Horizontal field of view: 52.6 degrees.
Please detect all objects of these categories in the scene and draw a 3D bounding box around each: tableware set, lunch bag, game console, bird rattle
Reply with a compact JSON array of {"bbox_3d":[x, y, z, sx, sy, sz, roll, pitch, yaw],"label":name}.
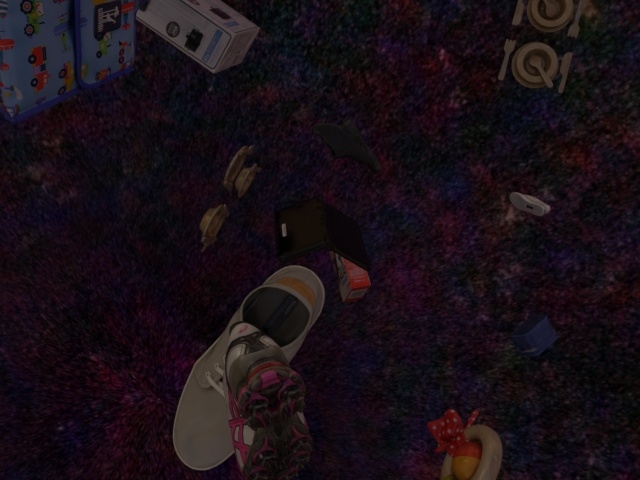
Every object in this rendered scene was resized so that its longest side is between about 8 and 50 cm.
[{"bbox_3d":[-0.131,-0.058,0.922,0.020,0.141,0.169,28,90,2],"label":"tableware set"},{"bbox_3d":[0.482,0.221,1.460,0.098,0.067,0.065,-34,95,-22],"label":"lunch bag"},{"bbox_3d":[0.421,-0.387,1.224,0.128,0.039,0.194,14,95,6],"label":"tableware set"},{"bbox_3d":[-0.390,-0.340,0.982,0.138,0.221,0.293,29,41,23],"label":"lunch bag"},{"bbox_3d":[0.000,0.000,0.873,0.107,0.122,0.071,-20,123,6],"label":"game console"},{"bbox_3d":[0.292,0.446,1.287,0.143,0.207,0.253,40,54,-6],"label":"bird rattle"}]

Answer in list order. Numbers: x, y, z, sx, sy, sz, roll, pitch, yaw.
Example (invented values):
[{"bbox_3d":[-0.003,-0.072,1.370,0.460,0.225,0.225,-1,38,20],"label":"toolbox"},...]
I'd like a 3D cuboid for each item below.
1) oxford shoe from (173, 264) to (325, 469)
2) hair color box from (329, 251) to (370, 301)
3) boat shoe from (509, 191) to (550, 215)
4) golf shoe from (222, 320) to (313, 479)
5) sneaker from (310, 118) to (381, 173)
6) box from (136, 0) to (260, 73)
[{"bbox_3d":[-0.148,0.242,1.217,0.169,0.130,0.449,34,97,3],"label":"oxford shoe"},{"bbox_3d":[0.065,0.053,1.567,0.053,0.093,0.167,-8,65,-15],"label":"hair color box"},{"bbox_3d":[0.480,-0.086,1.481,0.035,0.100,0.035,-19,123,-31],"label":"boat shoe"},{"bbox_3d":[-0.050,0.152,0.581,0.067,0.186,0.086,-15,41,-20],"label":"golf shoe"},{"bbox_3d":[0.060,-0.206,1.470,0.089,0.051,0.170,-35,105,-3],"label":"sneaker"},{"bbox_3d":[-0.279,-0.455,1.267,0.290,0.169,0.087,35,116,-1],"label":"box"}]
